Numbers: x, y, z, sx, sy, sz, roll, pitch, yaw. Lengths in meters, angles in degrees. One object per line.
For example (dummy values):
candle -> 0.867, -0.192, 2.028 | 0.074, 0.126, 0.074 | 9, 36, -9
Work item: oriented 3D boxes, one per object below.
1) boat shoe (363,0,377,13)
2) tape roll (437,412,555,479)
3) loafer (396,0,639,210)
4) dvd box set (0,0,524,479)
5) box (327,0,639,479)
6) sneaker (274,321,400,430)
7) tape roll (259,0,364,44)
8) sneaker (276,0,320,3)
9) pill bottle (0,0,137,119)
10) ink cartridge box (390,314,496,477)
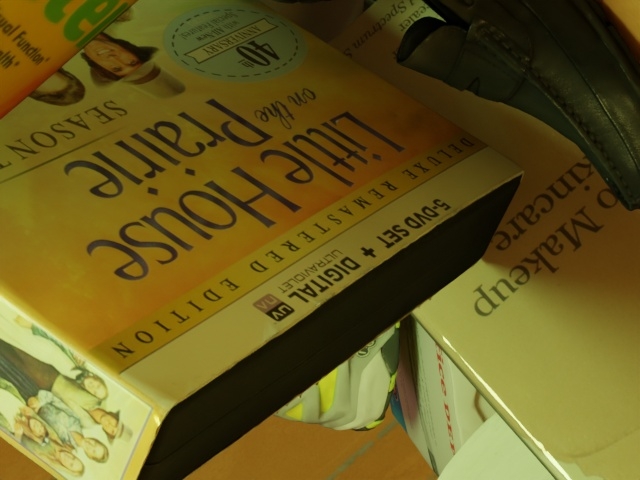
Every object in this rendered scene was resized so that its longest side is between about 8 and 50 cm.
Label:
boat shoe -> 0.059, -0.071, 1.203 | 0.119, 0.121, 0.335 | 44, -176, -29
tape roll -> 0.190, 0.201, 1.026 | 0.100, 0.286, 0.286 | 49, -179, -44
loafer -> 0.067, -0.094, 0.775 | 0.223, 0.078, 0.076 | 49, 180, -10
dvd box set -> -0.152, -0.077, 0.798 | 0.420, 0.062, 0.307 | 34, -148, 17
box -> 0.118, 0.014, 0.928 | 0.311, 0.148, 0.121 | 48, 180, 30
sneaker -> 0.000, 0.000, 1.502 | 0.145, 0.147, 0.384 | -106, 20, -58
tape roll -> -0.113, -0.156, 1.033 | 0.246, 0.246, 0.169 | 49, -165, 13
sneaker -> -0.043, -0.226, 0.836 | 0.297, 0.111, 0.129 | 49, -158, -43
pill bottle -> -0.090, -0.148, 0.624 | 0.136, 0.246, 0.136 | 49, 180, 0
ink cartridge box -> 0.138, 0.087, 1.603 | 0.307, 0.129, 0.223 | -129, 29, -73
